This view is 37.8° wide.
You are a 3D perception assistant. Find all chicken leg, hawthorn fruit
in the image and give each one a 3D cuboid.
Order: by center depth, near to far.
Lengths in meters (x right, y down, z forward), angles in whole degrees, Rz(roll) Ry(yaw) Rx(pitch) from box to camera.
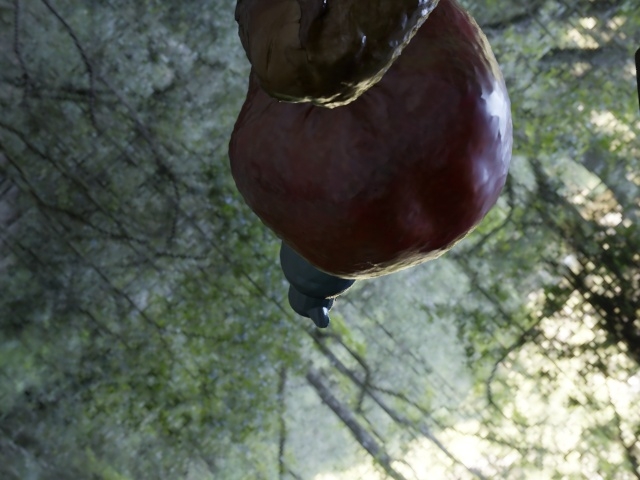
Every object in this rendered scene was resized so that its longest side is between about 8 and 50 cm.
[{"bbox_3d":[0.055,-0.171,0.491,0.251,0.087,0.107,-46,-154,6],"label":"chicken leg"},{"bbox_3d":[0.066,-0.093,0.957,0.287,0.287,0.330,-43,149,-3],"label":"hawthorn fruit"}]

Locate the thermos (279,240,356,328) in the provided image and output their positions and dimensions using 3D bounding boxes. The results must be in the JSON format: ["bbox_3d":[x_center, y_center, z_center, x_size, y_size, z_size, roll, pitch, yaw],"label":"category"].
[{"bbox_3d":[0.000,0.000,1.527,0.145,0.182,0.286,-6,140,-20],"label":"thermos"}]

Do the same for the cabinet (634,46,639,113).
[{"bbox_3d":[0.576,-0.216,1.367,0.148,0.175,0.215,124,-18,-50],"label":"cabinet"}]
